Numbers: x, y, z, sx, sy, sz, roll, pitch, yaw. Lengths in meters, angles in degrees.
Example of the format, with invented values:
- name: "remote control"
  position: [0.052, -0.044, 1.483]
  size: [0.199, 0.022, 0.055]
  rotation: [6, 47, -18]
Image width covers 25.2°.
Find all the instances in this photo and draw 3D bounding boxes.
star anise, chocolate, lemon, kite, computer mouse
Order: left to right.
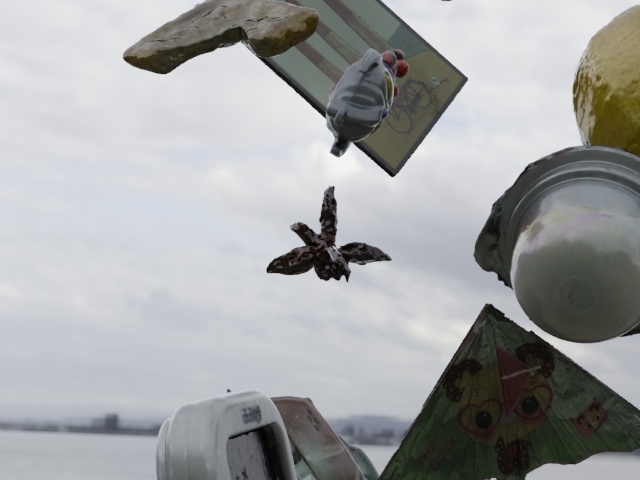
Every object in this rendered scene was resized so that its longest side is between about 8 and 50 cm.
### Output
- name: "computer mouse"
  position: [-0.018, 0.387, 2.341]
  size: [0.199, 0.389, 0.115]
  rotation: [-39, 6, -9]
- name: "star anise"
  position: [0.010, 0.003, 1.954]
  size: [0.140, 0.158, 0.144]
  rotation: [42, -13, 15]
- name: "kite"
  position: [0.189, 0.190, 1.417]
  size: [0.323, 0.268, 0.013]
  rotation: [-11, 11, -10]
- name: "chocolate"
  position: [0.241, 0.019, 1.337]
  size: [0.221, 0.221, 0.147]
  rotation: [-2, 15, 25]
- name: "lemon"
  position: [0.371, -0.147, 1.525]
  size: [0.204, 0.260, 0.204]
  rotation: [-7, -46, -7]

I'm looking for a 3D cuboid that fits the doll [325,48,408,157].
- name: "doll"
  position: [0.044, -0.141, 1.410]
  size: [0.104, 0.062, 0.194]
  rotation: [-46, 0, 25]

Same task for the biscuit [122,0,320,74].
- name: "biscuit"
  position: [-0.111, -0.234, 1.649]
  size: [0.183, 0.039, 0.174]
  rotation: [16, 40, 41]

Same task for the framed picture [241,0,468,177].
- name: "framed picture"
  position: [0.037, -0.265, 2.002]
  size: [0.324, 0.244, 0.013]
  rotation: [42, -39, -5]

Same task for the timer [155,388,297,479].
- name: "timer"
  position: [-0.087, 0.274, 1.453]
  size: [0.087, 0.237, 0.262]
  rotation: [-14, -5, 13]

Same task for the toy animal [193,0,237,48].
- name: "toy animal"
  position: [-0.113, -0.343, 2.130]
  size: [0.070, 0.079, 0.253]
  rotation: [3, 30, 39]
